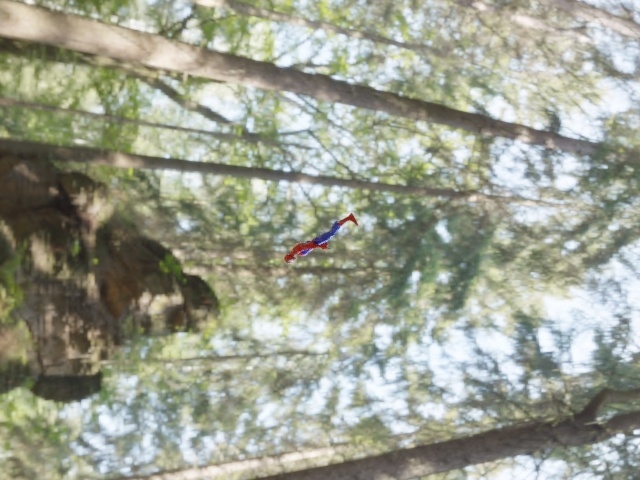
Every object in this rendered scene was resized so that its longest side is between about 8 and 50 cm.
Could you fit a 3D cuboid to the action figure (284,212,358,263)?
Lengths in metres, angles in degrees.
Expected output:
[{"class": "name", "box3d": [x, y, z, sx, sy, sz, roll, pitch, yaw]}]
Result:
[{"class": "action figure", "box3d": [0.000, 0.000, 1.182, 0.030, 0.115, 0.038, 62, 4, -10]}]
